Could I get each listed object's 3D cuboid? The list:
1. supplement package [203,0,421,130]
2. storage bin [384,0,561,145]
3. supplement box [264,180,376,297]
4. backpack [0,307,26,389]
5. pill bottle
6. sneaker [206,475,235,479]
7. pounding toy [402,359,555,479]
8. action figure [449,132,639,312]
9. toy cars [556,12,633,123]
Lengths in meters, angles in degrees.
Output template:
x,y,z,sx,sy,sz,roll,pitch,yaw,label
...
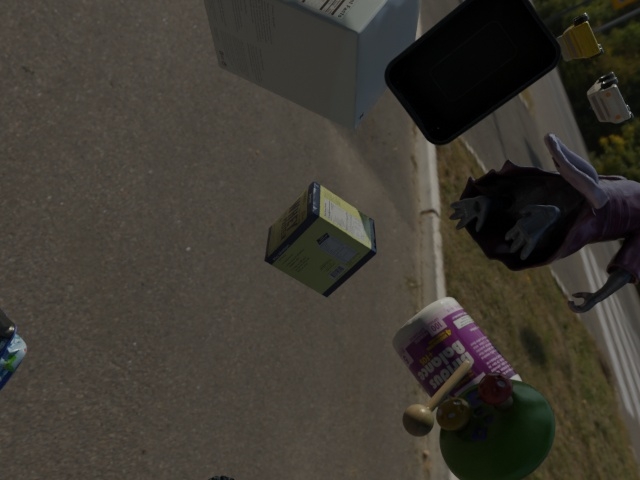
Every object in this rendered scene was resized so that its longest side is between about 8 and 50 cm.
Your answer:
x,y,z,sx,sy,sz,roll,pitch,yaw,label
-0.009,-0.343,0.906,0.198,0.262,0.199,-54,163,-23,supplement package
0.183,-0.215,0.730,0.122,0.180,0.084,53,24,-5,storage bin
0.000,0.000,0.629,0.083,0.083,0.056,32,32,-22,supplement box
-0.315,0.102,0.508,0.114,0.105,0.084,-52,127,-20,backpack
0.295,0.277,1.215,0.301,0.169,0.169,52,20,23,pill bottle
-0.110,0.337,0.703,0.081,0.094,0.208,61,9,34,sneaker
0.230,0.255,0.926,0.183,0.237,0.110,-44,116,-15,pounding toy
0.393,-0.058,0.893,0.370,0.276,0.248,-2,51,-23,action figure
0.640,-0.402,1.427,0.176,0.087,0.394,34,42,-43,toy cars
